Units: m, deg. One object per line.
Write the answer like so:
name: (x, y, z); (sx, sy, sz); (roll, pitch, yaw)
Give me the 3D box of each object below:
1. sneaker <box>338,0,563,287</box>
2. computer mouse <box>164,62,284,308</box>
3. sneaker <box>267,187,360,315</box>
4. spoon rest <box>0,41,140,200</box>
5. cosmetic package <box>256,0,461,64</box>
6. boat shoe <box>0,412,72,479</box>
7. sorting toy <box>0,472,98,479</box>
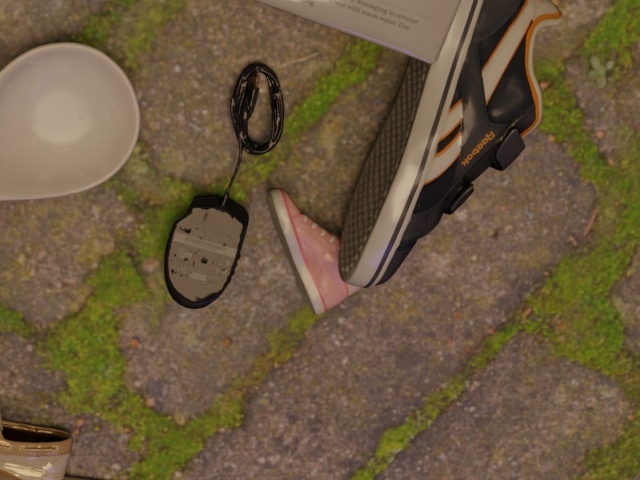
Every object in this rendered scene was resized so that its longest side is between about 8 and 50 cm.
sneaker: (0.124, -0.094, 1.387); (0.127, 0.126, 0.321); (20, 97, -16)
computer mouse: (-0.090, -0.051, 1.431); (0.071, 0.041, 0.242); (19, 98, -13)
sneaker: (0.000, 0.000, 1.452); (0.070, 0.051, 0.134); (-25, 111, -6)
spoon rest: (-0.293, -0.079, 1.361); (0.276, 0.084, 0.137); (-25, 110, 1)
cosmetic package: (0.066, -0.359, 1.285); (0.197, 0.155, 0.366); (19, 104, -15)
boat shoe: (-0.319, 0.185, 1.459); (0.170, 0.063, 0.059); (19, 102, -24)
sorting toy: (-0.284, 0.332, 1.527); (0.193, 0.038, 0.208); (10, 102, -12)
